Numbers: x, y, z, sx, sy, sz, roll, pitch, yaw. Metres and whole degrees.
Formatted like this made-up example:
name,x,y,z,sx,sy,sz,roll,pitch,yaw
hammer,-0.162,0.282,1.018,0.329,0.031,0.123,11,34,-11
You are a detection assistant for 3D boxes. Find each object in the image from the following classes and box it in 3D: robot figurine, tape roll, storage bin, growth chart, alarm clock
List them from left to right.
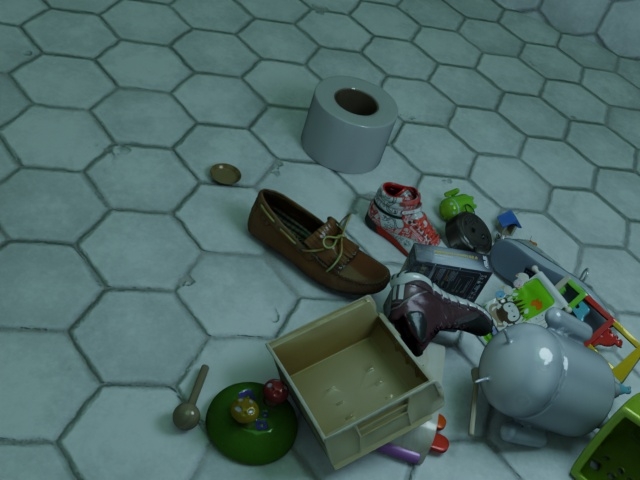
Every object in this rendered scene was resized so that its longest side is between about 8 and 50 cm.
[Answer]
name,x,y,z,sx,sy,sz,roll,pitch,yaw
tape roll,0.081,-0.328,2.331,0.246,0.169,0.246,11,41,-10
storage bin,0.070,0.271,1.628,0.260,0.123,0.262,-25,44,-14
robot figurine,0.375,-0.090,2.263,0.115,0.067,0.101,-14,82,-33
alarm clock,0.395,-0.028,2.174,0.129,0.064,0.192,31,43,-22
growth chart,0.473,0.178,1.962,0.237,0.021,0.172,-39,58,-5
robot figurine,0.477,0.296,1.742,0.353,0.300,0.199,25,-7,-30

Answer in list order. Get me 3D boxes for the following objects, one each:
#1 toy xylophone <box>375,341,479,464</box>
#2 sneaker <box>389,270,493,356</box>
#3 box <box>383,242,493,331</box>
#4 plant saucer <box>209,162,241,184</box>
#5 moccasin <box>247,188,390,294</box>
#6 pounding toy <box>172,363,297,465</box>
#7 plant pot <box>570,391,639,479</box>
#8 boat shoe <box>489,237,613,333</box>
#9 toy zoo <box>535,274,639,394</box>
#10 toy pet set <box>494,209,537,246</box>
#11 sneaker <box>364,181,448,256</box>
name,x,y,z,sx,sy,sz,roll,pitch,yaw
toy xylophone,0.216,0.326,1.743,0.236,0.081,0.323,24,41,5
sneaker,0.252,0.192,1.792,0.281,0.106,0.163,27,59,-22
box,0.264,0.112,1.881,0.183,0.231,0.056,9,46,-10
plant saucer,-0.249,-0.170,2.151,0.083,0.015,0.083,11,43,-10
moccasin,0.002,-0.001,1.965,0.380,0.147,0.139,36,44,18
pounding toy,-0.148,0.317,1.593,0.236,0.110,0.183,22,41,3
plant pot,0.696,0.439,1.706,0.227,0.228,0.207,39,39,21
boat shoe,0.609,0.115,2.102,0.156,0.136,0.367,-12,42,-45
toy zoo,0.613,0.246,1.923,0.293,0.192,0.030,48,6,29
toy pet set,0.537,-0.022,2.254,0.122,0.065,0.114,2,44,-19
sneaker,0.244,-0.041,2.102,0.270,0.145,0.090,35,43,16
